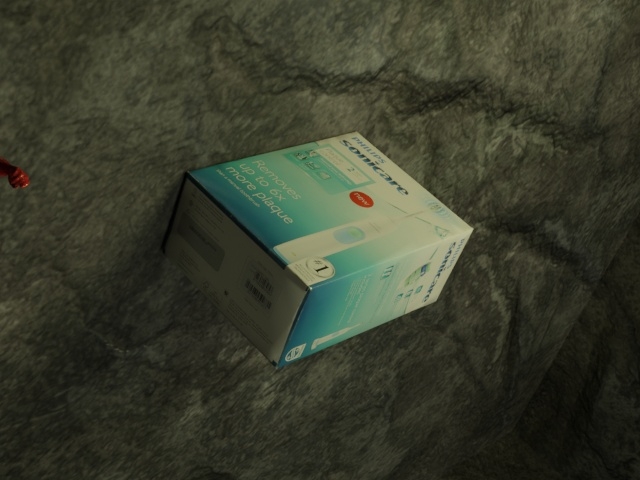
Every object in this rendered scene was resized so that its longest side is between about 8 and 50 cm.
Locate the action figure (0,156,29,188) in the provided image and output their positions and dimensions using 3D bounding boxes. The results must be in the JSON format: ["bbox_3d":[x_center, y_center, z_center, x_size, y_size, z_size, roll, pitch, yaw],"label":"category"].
[{"bbox_3d":[-0.297,-0.070,0.932,0.091,0.139,0.280,-31,151,-27],"label":"action figure"}]

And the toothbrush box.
[{"bbox_3d":[0.000,0.000,1.365,0.296,0.216,0.126,-16,140,-45],"label":"toothbrush box"}]
